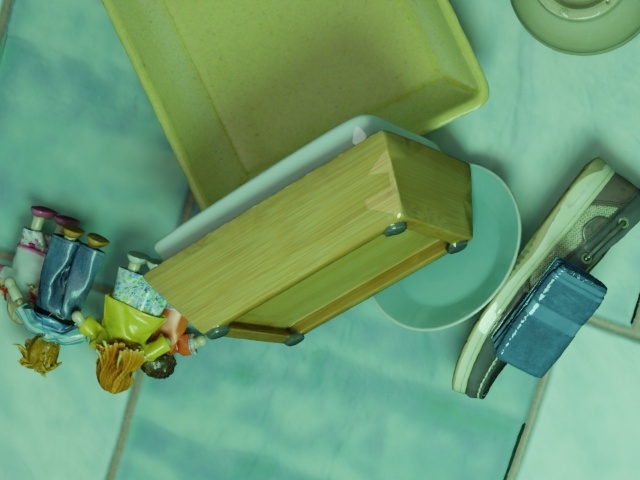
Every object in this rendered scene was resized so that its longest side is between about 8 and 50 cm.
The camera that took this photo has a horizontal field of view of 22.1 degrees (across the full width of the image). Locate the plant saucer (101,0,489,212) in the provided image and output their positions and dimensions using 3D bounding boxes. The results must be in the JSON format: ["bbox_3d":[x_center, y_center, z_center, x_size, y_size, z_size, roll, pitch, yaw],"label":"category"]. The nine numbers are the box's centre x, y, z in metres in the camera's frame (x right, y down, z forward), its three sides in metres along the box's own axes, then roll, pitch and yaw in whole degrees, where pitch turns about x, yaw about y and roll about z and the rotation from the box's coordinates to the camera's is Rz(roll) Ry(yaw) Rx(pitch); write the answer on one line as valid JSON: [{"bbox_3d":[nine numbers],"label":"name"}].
[{"bbox_3d":[-0.031,-0.225,1.733,0.333,0.081,0.333,-25,89,13],"label":"plant saucer"}]

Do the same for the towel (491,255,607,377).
[{"bbox_3d":[0.228,0.078,1.638,0.067,0.029,0.119,30,108,-14],"label":"towel"}]

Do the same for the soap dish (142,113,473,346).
[{"bbox_3d":[0.000,0.000,1.654,0.291,0.229,0.118,-30,72,19],"label":"soap dish"}]

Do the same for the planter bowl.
[{"bbox_3d":[0.263,-0.268,1.649,0.162,0.109,0.162,1,95,13],"label":"planter bowl"}]

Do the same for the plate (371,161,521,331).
[{"bbox_3d":[0.130,0.008,1.713,0.188,0.024,0.188,-16,61,31],"label":"plate"}]

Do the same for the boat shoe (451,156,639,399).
[{"bbox_3d":[0.237,0.053,1.691,0.092,0.103,0.285,34,96,11],"label":"boat shoe"}]

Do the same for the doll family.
[{"bbox_3d":[-0.256,0.077,1.791,0.263,0.118,0.163,21,100,10],"label":"doll family"}]
